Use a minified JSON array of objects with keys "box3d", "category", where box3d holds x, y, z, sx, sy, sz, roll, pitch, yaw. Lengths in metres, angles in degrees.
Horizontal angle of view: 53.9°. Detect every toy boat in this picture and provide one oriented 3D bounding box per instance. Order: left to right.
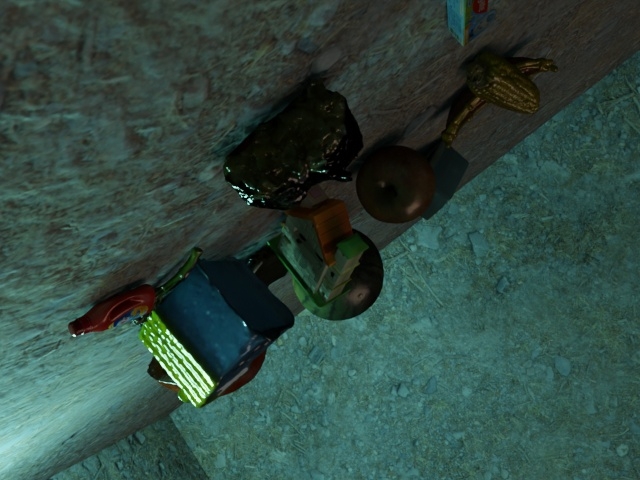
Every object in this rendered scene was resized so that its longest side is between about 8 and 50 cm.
[{"box3d":[0.414,-0.357,1.538,0.317,0.099,0.141,-36,167,14],"category":"toy boat"}]

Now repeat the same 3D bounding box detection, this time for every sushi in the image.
[{"box3d":[-0.035,-0.124,0.940,0.212,0.147,0.115,-33,171,3],"category":"sushi"}]

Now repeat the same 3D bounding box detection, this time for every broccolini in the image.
[{"box3d":[-0.320,0.095,1.299,0.054,0.051,0.239,32,118,-31],"category":"broccolini"}]

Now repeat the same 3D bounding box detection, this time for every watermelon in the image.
[{"box3d":[0.053,0.099,1.897,0.278,0.279,0.359,-33,171,-15],"category":"watermelon"}]

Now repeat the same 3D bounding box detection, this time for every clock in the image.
[{"box3d":[0.000,0.000,1.462,0.106,0.220,0.255,-29,160,-29],"category":"clock"}]

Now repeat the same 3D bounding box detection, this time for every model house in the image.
[{"box3d":[-0.249,0.214,1.422,0.303,0.237,0.215,-45,169,9],"category":"model house"}]

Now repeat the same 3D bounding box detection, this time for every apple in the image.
[{"box3d":[0.183,-0.135,1.515,0.188,0.188,0.174,-41,174,24],"category":"apple"}]

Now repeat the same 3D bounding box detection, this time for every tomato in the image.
[{"box3d":[-0.269,0.303,1.669,0.338,0.144,0.338,-20,-149,12],"category":"tomato"}]

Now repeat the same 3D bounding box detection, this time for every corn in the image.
[{"box3d":[0.410,-0.346,1.405,0.261,0.097,0.097,10,139,-41],"category":"corn"}]

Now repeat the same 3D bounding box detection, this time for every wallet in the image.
[{"box3d":[-0.133,0.068,1.681,0.169,0.044,0.317,-55,169,23],"category":"wallet"}]

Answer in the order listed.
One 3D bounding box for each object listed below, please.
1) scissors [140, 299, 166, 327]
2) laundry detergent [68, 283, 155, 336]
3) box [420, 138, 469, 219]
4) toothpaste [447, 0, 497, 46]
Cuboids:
[{"box3d":[-0.339,0.161,1.585,0.109,0.022,0.300,-40,169,24],"category":"scissors"},{"box3d":[-0.397,0.137,1.199,0.165,0.049,0.097,-24,158,-46],"category":"laundry detergent"},{"box3d":[0.331,-0.180,1.863,0.227,0.130,0.162,-58,-175,-35],"category":"box"},{"box3d":[0.240,-0.377,0.994,0.070,0.044,0.193,-39,170,8],"category":"toothpaste"}]
